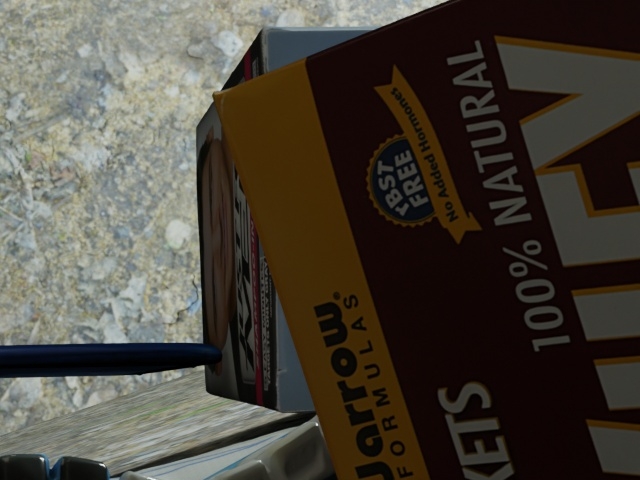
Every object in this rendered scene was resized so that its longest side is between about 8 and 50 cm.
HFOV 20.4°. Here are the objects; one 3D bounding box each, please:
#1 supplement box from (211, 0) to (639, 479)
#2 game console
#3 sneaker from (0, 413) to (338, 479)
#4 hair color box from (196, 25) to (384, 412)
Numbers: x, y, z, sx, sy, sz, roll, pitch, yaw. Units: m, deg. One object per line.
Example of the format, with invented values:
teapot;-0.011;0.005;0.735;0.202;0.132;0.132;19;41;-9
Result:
supplement box;0.120;-0.007;0.379;0.194;0.129;0.191;-18;-1;28
game console;-0.219;0.140;1.104;0.250;0.173;0.293;-61;11;-13
sneaker;-0.046;0.085;0.416;0.190;0.071;0.083;-6;-15;-40
hair color box;0.000;0.000;1.018;0.113;0.185;0.374;-1;-3;-8
